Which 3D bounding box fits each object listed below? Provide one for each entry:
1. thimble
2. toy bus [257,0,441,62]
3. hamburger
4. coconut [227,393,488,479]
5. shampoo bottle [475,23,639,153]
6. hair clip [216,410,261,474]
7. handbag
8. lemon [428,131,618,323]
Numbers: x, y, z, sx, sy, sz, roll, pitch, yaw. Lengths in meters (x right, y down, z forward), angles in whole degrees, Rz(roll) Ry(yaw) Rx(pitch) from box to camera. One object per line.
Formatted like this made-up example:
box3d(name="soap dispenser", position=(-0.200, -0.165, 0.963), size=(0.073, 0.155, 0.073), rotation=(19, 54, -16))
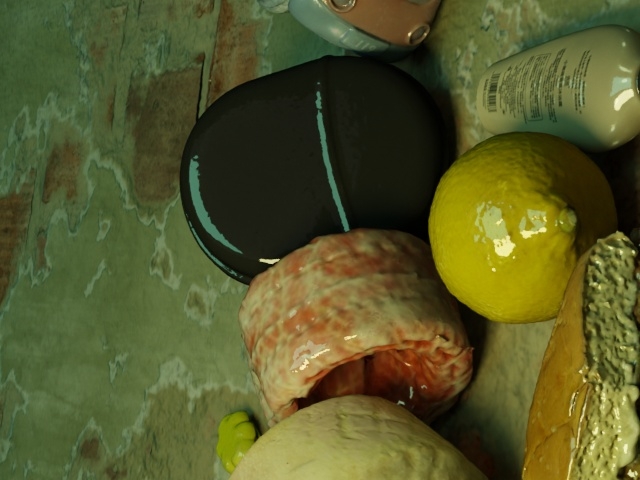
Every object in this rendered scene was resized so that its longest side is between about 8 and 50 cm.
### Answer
box3d(name="thimble", position=(0.035, 0.106, 2.006), size=(0.239, 0.239, 0.162), rotation=(-51, 42, 37))
box3d(name="toy bus", position=(0.050, -0.360, 2.148), size=(0.232, 0.197, 0.294), rotation=(-44, 45, 28))
box3d(name="hamburger", position=(0.270, 0.150, 1.702), size=(0.245, 0.155, 0.282), rotation=(120, 154, -46))
box3d(name="coconut", position=(0.030, 0.311, 1.911), size=(0.329, 0.329, 0.328), rotation=(-21, 64, 53))
box3d(name="shampoo bottle", position=(0.256, -0.147, 1.863), size=(0.257, 0.078, 0.127), rotation=(1, 77, 59))
box3d(name="hair clip", position=(-0.086, 0.268, 2.310), size=(0.072, 0.046, 0.173), rotation=(-62, 35, 19))
box3d(name="handbag", position=(-0.008, -0.073, 2.093), size=(0.308, 0.093, 0.253), rotation=(-17, 74, 10))
box3d(name="lemon", position=(0.193, -0.013, 1.817), size=(0.244, 0.187, 0.186), rotation=(161, 117, -86))
